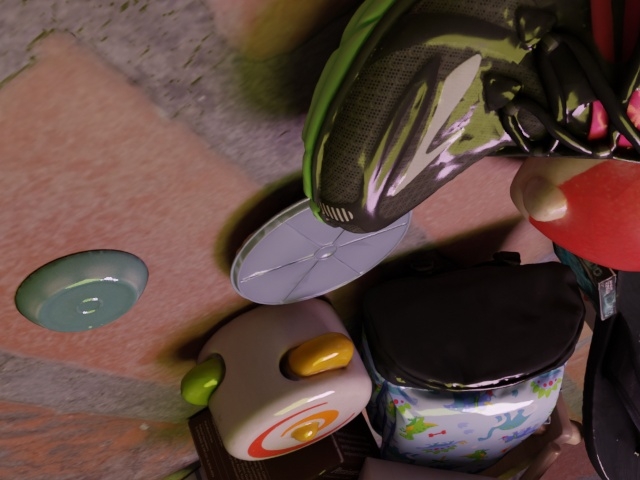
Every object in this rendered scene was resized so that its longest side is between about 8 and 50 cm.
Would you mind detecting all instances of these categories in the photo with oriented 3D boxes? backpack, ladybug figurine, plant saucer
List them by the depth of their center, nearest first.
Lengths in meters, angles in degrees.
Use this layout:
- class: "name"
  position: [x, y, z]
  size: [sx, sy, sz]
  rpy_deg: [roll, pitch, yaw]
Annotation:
- class: "plant saucer"
  position: [-0.214, 0.053, 0.647]
  size: [0.120, 0.021, 0.119]
  rpy_deg: [-20, 150, -12]
- class: "ladybug figurine"
  position: [0.396, -0.090, 0.703]
  size: [0.450, 0.161, 0.305]
  rpy_deg: [-22, 168, -15]
- class: "backpack"
  position: [0.179, 0.193, 0.990]
  size: [0.291, 0.273, 0.355]
  rpy_deg: [-6, 162, -12]

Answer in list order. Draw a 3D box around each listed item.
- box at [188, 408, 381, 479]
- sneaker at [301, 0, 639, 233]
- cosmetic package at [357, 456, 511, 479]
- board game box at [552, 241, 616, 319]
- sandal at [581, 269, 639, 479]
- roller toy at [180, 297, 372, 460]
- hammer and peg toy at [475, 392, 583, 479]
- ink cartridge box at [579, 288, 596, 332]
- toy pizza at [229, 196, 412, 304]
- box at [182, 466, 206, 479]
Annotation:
- class: "box"
  position: [-0.049, 0.299, 1.034]
  size: [0.203, 0.167, 0.168]
  rpy_deg: [-33, 150, 13]
- class: "sneaker"
  position: [0.203, -0.135, 0.487]
  size: [0.483, 0.202, 0.185]
  rpy_deg: [-29, 151, 5]
- class: "cosmetic package"
  position: [0.229, 0.435, 0.918]
  size: [0.385, 0.217, 0.156]
  rpy_deg: [13, 113, -11]
- class: "board game box"
  position: [0.359, 0.031, 0.968]
  size: [0.026, 0.126, 0.186]
  rpy_deg: [-31, 151, 9]
- class: "sandal"
  position: [0.487, 0.182, 1.052]
  size: [0.168, 0.445, 0.107]
  rpy_deg: [-2, -174, -21]
- class: "roller toy"
  position: [-0.040, 0.173, 0.857]
  size: [0.209, 0.146, 0.191]
  rpy_deg: [-32, 151, 9]
- class: "hammer and peg toy"
  position: [0.308, 0.308, 1.154]
  size: [0.128, 0.361, 0.266]
  rpy_deg: [20, 131, -21]
- class: "ink cartridge box"
  position: [0.613, 0.166, 1.248]
  size: [0.198, 0.270, 0.197]
  rpy_deg: [-36, 151, 18]
- class: "toy pizza"
  position: [0.000, 0.000, 0.724]
  size: [0.201, 0.032, 0.201]
  rpy_deg: [-20, 152, -11]
- class: "box"
  position: [-0.195, 0.451, 1.302]
  size: [0.186, 0.038, 0.145]
  rpy_deg: [-42, 148, 25]
